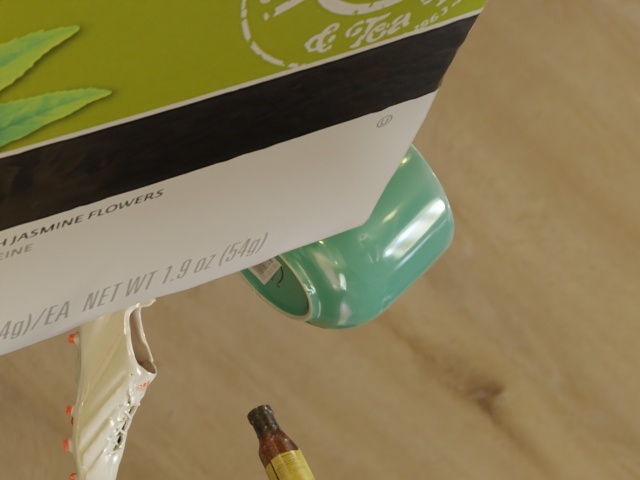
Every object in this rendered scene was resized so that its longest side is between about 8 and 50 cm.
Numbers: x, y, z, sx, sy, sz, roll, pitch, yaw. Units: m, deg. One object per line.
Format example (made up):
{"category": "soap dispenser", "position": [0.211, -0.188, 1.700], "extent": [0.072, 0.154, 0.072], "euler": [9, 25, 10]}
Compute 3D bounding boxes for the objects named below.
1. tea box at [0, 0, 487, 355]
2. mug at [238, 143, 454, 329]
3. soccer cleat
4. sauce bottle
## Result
{"category": "tea box", "position": [-0.124, -0.126, 0.412], "extent": [0.329, 0.323, 0.220], "euler": [-20, 64, -30]}
{"category": "mug", "position": [0.005, -0.001, 1.045], "extent": [0.097, 0.129, 0.158], "euler": [-43, 131, -24]}
{"category": "soccer cleat", "position": [-0.184, 0.138, 1.540], "extent": [0.076, 0.068, 0.196], "euler": [3, 97, 7]}
{"category": "sauce bottle", "position": [-0.034, 0.219, 1.699], "extent": [0.042, 0.042, 0.128], "euler": [-19, 62, -13]}
